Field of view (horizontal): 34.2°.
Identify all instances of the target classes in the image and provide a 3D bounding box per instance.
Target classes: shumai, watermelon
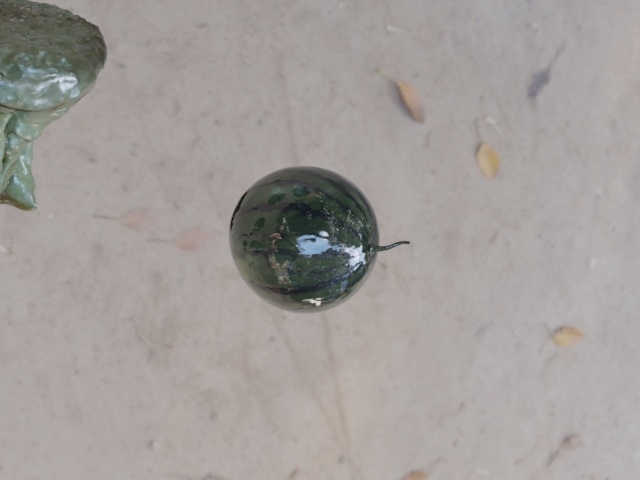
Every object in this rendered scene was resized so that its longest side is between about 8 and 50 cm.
[{"bbox_3d":[-0.507,-0.190,1.547,0.324,0.397,0.323,-1,117,-31],"label":"shumai"},{"bbox_3d":[0.000,0.000,0.727,0.105,0.133,0.105,-12,104,-60],"label":"watermelon"}]
